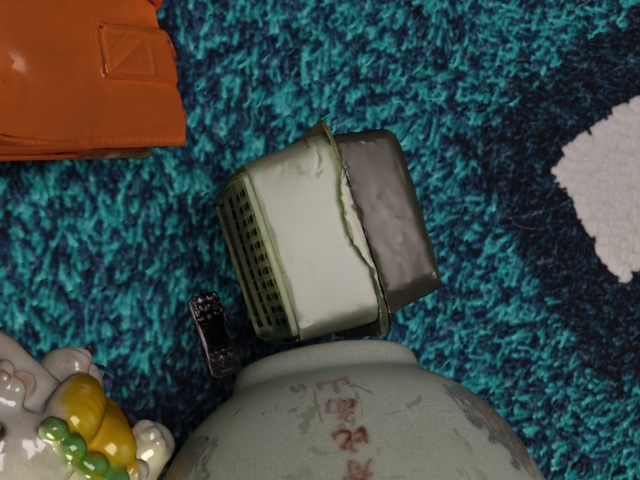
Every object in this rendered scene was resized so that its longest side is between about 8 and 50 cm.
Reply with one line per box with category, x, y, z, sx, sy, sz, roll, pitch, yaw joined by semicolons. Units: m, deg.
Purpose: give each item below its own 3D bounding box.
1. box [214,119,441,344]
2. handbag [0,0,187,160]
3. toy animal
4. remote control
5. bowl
box;0.000;0.000;1.182;0.166;0.290;0.220;-17;89;-12
handbag;-0.296;-0.282;1.141;0.304;0.116;0.409;-6;85;-42
toy animal;-0.287;0.180;1.011;0.310;0.247;0.182;20;48;-63
remote control;-0.119;0.106;1.258;0.039;0.014;0.096;-17;89;-26
bowl;0.018;0.214;1.104;0.435;0.435;0.195;1;68;-25
